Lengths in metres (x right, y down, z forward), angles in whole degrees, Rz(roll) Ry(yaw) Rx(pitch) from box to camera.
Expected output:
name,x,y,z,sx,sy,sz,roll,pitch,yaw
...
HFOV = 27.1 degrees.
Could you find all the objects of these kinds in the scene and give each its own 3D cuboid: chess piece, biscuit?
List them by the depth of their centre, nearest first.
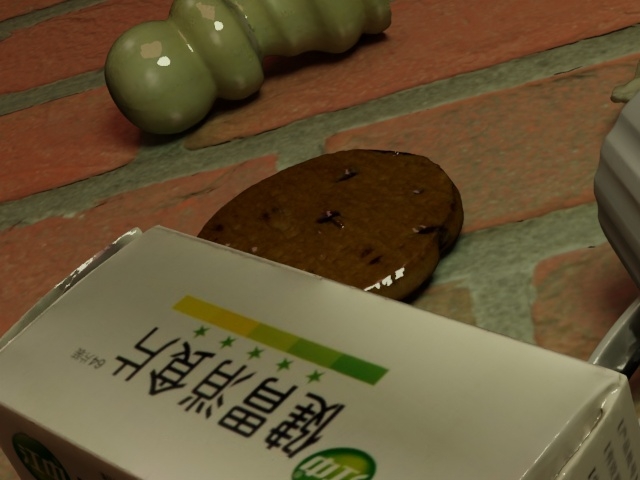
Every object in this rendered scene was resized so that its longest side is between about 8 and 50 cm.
name,x,y,z,sx,sy,sz,roll,pitch,yaw
biscuit,0.000,0.000,0.946,0.212,0.036,0.212,-16,31,10
chess piece,-0.077,-0.187,1.201,0.251,0.144,0.144,-33,33,-6

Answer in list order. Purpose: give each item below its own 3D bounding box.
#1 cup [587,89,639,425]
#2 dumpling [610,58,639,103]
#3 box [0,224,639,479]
name,x,y,z,sx,sy,sz,roll,pitch,yaw
cup,0.217,0.008,0.684,0.221,0.167,0.202,-17,28,-1
dumpling,0.290,-0.152,0.951,0.181,0.111,0.155,-9,2,8
box,-0.007,0.123,0.634,0.332,0.173,0.145,16,47,45
